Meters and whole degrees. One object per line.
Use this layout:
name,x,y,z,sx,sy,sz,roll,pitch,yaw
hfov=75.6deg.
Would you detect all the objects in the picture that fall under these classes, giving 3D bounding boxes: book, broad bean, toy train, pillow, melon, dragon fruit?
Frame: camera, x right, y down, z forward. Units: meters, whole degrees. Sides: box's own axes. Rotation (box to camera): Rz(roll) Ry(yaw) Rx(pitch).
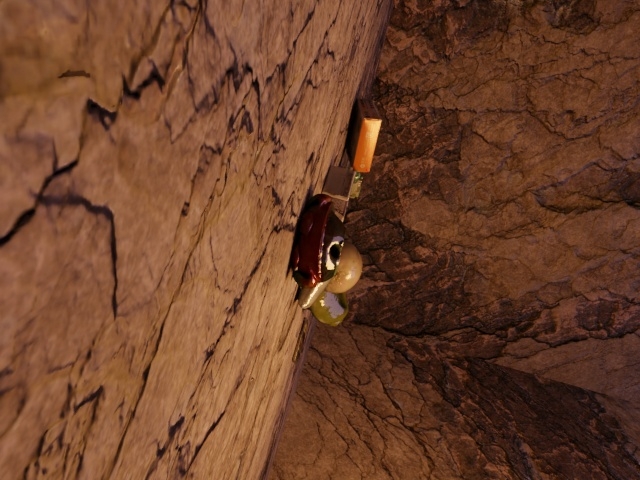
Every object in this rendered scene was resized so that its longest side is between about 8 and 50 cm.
book,-0.108,0.542,2.232,0.160,0.024,0.229,88,18,-67
broad bean,0.037,0.285,1.999,0.291,0.119,0.238,52,53,-35
toy train,0.134,-0.276,1.946,0.194,0.125,0.081,95,7,-67
pillow,-0.002,0.139,1.538,0.254,0.078,0.144,-55,176,-3
melon,0.076,0.113,1.842,0.317,0.222,0.223,-66,170,-73
dragon fruit,-0.004,0.011,1.197,0.269,0.129,0.296,-78,179,-53

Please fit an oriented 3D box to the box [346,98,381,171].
box,0.194,-0.486,1.912,0.221,0.090,0.274,-96,-167,-46

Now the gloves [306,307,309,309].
gloves,-0.005,0.215,2.137,0.133,0.116,0.295,-12,-111,64

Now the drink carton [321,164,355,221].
drink carton,0.057,-0.155,1.558,0.222,0.101,0.134,101,4,-59
